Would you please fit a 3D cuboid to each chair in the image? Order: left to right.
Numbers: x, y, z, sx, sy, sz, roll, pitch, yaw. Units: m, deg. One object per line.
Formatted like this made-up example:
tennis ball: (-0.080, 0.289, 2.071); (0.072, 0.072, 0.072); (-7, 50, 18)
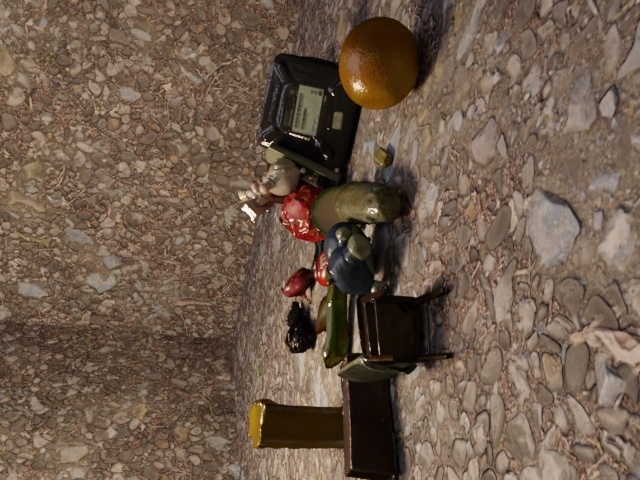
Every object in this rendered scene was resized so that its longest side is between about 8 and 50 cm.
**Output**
chair: (0.155, 0.216, 1.360); (0.319, 0.160, 0.186); (135, 134, -66)

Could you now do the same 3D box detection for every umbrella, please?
umbrella: (-0.088, 0.328, 2.365); (0.340, 0.117, 0.118); (-106, 27, -70)

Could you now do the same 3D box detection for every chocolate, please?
chocolate: (0.112, 0.438, 1.493); (0.112, 0.111, 0.322); (114, 159, -54)

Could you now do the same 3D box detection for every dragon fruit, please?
dragon fruit: (-0.023, -0.085, 2.111); (0.210, 0.205, 0.268); (-68, -28, -17)

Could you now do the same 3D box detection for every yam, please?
yam: (0.132, -0.100, 1.664); (0.330, 0.133, 0.133); (-162, 80, -72)

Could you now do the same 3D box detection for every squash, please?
squash: (0.052, -0.081, 1.895); (0.123, 0.170, 0.170); (129, 147, -84)

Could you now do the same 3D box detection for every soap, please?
soap: (-0.064, 0.543, 1.775); (0.259, 0.280, 0.143); (133, 140, -68)

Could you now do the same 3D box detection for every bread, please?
bread: (0.180, -0.235, 1.712); (0.049, 0.033, 0.088); (-64, 24, 14)

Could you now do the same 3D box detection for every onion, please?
onion: (-0.073, 0.191, 2.367); (0.150, 0.140, 0.150); (-41, -1, -1)

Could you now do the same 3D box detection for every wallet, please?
wallet: (0.036, 0.232, 2.040); (0.255, 0.031, 0.137); (135, 143, -65)

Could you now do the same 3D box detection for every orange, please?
orange: (0.153, -0.459, 1.565); (0.236, 0.236, 0.237); (-173, 90, -75)

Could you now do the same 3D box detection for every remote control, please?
remote control: (-0.064, -0.254, 2.143); (0.123, 0.285, 0.038); (116, 179, -68)
remote control: (0.000, 0.000, 2.264); (0.072, 0.042, 0.222); (172, 105, -77)

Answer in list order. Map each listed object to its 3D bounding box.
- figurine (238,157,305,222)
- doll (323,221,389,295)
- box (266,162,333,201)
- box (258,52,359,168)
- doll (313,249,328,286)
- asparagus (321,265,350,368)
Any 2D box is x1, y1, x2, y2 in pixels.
figurine: (-0.165, -0.189, 2.101); (0.256, 0.181, 0.145); (-40, 71, 31)
doll: (0.092, 0.050, 1.652); (0.228, 0.153, 0.258); (60, -165, -20)
box: (-0.081, -0.302, 2.351); (0.239, 0.229, 0.340); (-176, 94, -75)
box: (-0.037, -0.459, 2.104); (0.091, 0.349, 0.360); (-26, -49, -66)
doll: (0.032, 0.074, 2.035); (0.217, 0.085, 0.183); (133, 145, -54)
asparagus: (0.049, 0.227, 1.868); (0.085, 0.081, 0.344); (162, 113, -68)
